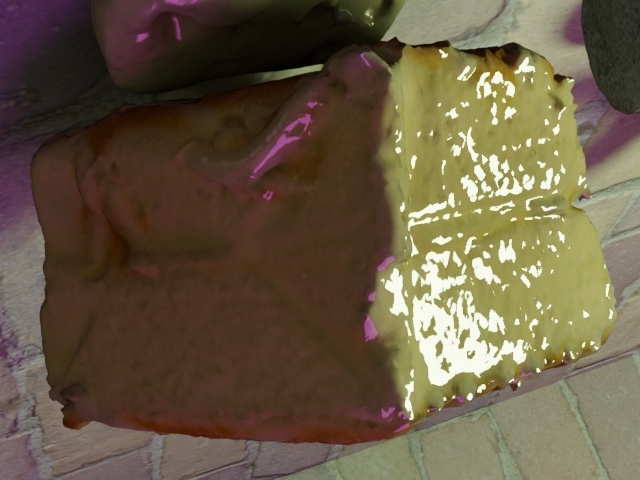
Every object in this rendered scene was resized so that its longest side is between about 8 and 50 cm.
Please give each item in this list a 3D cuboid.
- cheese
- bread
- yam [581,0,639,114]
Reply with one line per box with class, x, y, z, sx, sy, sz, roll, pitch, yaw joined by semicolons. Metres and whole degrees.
cheese;-0.052;-0.187;1.148;0.263;0.093;0.159;-11;157;-27
bread;0.000;0.000;1.230;0.390;0.279;0.371;-6;-178;39
yam;0.288;-0.150;0.967;0.259;0.106;0.106;-14;159;-24
